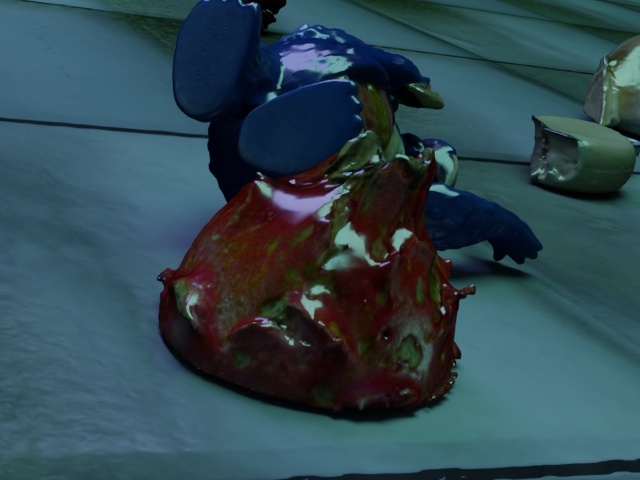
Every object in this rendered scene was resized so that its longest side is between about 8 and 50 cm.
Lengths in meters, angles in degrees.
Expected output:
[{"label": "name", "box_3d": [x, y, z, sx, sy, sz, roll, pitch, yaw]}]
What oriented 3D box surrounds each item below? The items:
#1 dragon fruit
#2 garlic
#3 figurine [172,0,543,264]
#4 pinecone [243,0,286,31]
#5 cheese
[{"label": "dragon fruit", "box_3d": [0.000, 0.000, 0.614, 0.153, 0.111, 0.153, 12, 13, -3]}, {"label": "garlic", "box_3d": [0.407, -0.145, 1.407, 0.266, 0.148, 0.128, 8, -20, -1]}, {"label": "figurine", "box_3d": [0.011, -0.050, 0.790, 0.262, 0.121, 0.164, 26, 27, -50]}, {"label": "pinecone", "box_3d": [-0.077, -0.277, 1.506, 0.077, 0.083, 0.077, 29, -21, 12]}, {"label": "cheese", "box_3d": [0.220, -0.076, 1.115, 0.092, 0.047, 0.171, 19, 18, 12]}]
